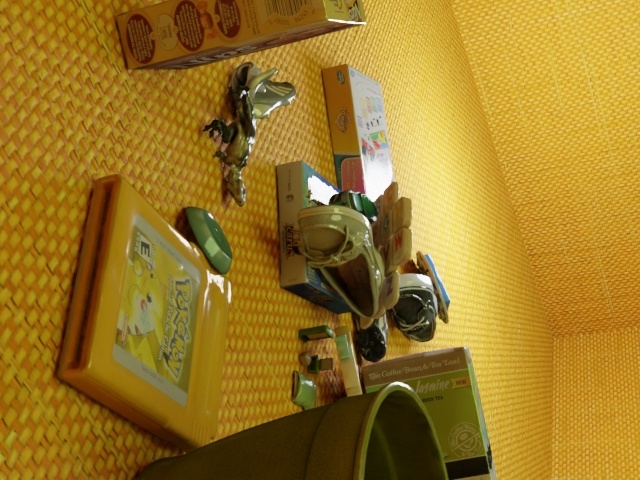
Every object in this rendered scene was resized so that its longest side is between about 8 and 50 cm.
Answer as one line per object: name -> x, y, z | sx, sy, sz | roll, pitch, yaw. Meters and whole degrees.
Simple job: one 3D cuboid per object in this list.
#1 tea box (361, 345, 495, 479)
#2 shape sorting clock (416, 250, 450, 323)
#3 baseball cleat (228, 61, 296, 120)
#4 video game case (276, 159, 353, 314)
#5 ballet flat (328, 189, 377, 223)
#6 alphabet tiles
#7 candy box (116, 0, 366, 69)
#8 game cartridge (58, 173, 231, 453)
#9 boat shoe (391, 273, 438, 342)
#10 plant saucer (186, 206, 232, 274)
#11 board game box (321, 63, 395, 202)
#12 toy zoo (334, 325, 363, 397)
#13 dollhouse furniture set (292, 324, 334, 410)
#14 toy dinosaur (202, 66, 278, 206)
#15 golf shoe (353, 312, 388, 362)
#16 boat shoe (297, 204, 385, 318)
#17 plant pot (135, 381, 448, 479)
tea box -> 0.233, 0.394, 1.967 | 0.329, 0.220, 0.323 | 29, 49, -79
shape sorting clock -> 0.293, 0.125, 2.503 | 0.206, 0.040, 0.206 | 161, -90, -84
baseball cleat -> -0.102, -0.281, 1.725 | 0.206, 0.072, 0.109 | -56, 132, -62
video game case -> 0.000, 0.000, 1.873 | 0.269, 0.061, 0.244 | 32, 50, -62
ballet flat -> 0.061, -0.065, 1.887 | 0.188, 0.070, 0.070 | 25, 58, -69
alphabet tiles -> 0.116, 0.029, 1.945 | 0.021, 0.284, 0.278 | 13, 61, -18
candy box -> -0.112, -0.322, 1.383 | 0.183, 0.316, 0.087 | -26, 106, -68
game cartridge -> -0.219, 0.111, 1.288 | 0.323, 0.053, 0.285 | 49, 37, -52
boat shoe -> 0.231, 0.169, 2.292 | 0.335, 0.121, 0.119 | 39, 41, -62
plant saucer -> -0.165, -0.005, 1.451 | 0.119, 0.021, 0.119 | 60, 6, -11
board game box -> 0.096, -0.231, 2.208 | 0.242, 0.064, 0.316 | 6, 75, -68
toy zoo -> 0.068, 0.299, 1.821 | 0.192, 0.030, 0.293 | -99, 177, -61
dollhouse furniture set -> -0.008, 0.237, 1.749 | 0.076, 0.059, 0.151 | 48, 38, -53
toy dinosaur -> -0.135, -0.196, 1.586 | 0.118, 0.064, 0.268 | 46, 55, -64
golf shoe -> 0.110, 0.171, 2.076 | 0.094, 0.077, 0.198 | 60, 30, -72
boat shoe -> 0.046, 0.037, 1.739 | 0.320, 0.118, 0.103 | 59, 26, -56
plant pot -> -0.048, 0.381, 1.186 | 0.366, 0.353, 0.366 | -10, 90, -69
